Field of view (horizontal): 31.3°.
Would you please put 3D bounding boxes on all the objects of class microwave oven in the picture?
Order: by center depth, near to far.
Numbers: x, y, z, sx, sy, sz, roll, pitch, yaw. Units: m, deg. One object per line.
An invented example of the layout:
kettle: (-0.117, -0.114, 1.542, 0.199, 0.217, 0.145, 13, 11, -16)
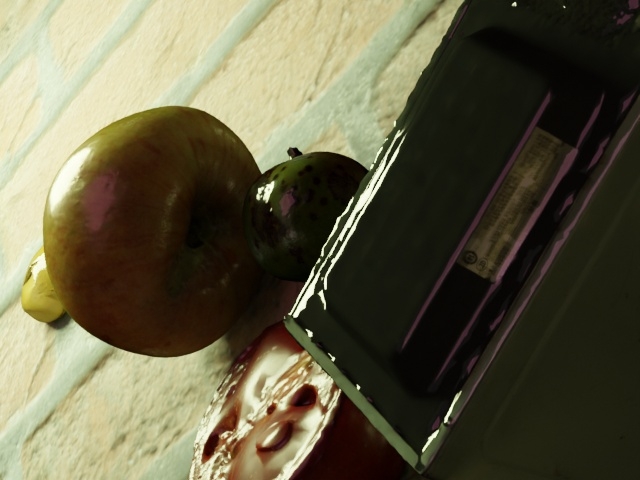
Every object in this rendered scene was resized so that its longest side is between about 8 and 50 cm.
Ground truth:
microwave oven: (0.181, -0.025, 0.761, 0.355, 0.286, 0.218, -61, 37, 11)

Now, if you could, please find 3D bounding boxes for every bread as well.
bread: (-0.367, 0.051, 1.532, 0.082, 0.056, 0.115, 3, 73, 49)

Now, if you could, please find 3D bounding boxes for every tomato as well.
tomato: (-0.008, 0.180, 0.979, 0.200, 0.139, 0.233, -45, 22, 15)

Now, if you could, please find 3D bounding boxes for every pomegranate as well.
pomegranate: (-0.004, -0.003, 1.079, 0.148, 0.148, 0.169, -30, 56, 36)

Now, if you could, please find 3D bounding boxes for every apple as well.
apple: (-0.170, -0.009, 1.187, 0.194, 0.260, 0.261, -3, 68, 47)
